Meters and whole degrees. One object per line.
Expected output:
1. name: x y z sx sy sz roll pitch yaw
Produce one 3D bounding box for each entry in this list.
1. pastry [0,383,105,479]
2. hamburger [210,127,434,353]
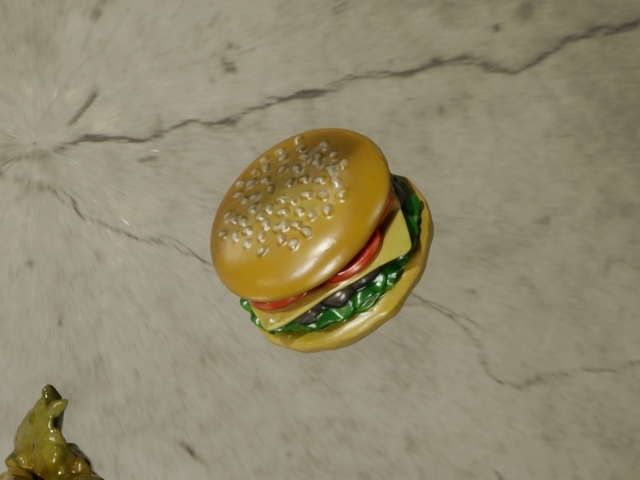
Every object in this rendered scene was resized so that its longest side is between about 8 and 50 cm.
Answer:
1. pastry: -0.152 0.243 1.098 0.132 0.235 0.240 19 123 -6
2. hamburger: 0.000 0.000 1.406 0.162 0.162 0.115 -47 130 -4
